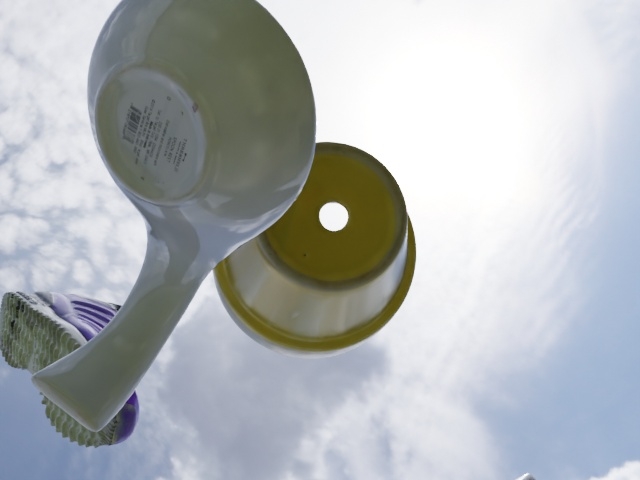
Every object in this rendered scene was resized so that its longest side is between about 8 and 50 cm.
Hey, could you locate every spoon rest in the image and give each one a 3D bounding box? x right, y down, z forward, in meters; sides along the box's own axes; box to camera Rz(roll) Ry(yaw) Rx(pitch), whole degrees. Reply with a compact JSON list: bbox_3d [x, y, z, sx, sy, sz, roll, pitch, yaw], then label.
[{"bbox_3d":[-0.089,-0.016,0.494,0.137,0.276,0.084,35,-148,12],"label":"spoon rest"}]

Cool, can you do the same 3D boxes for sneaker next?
[{"bbox_3d":[-0.235,0.120,0.949,0.146,0.293,0.102,1,-73,-37],"label":"sneaker"}]

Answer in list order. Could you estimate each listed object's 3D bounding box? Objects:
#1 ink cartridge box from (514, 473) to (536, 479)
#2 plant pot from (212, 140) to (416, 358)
[{"bbox_3d":[0.015,0.273,0.601,0.275,0.239,0.060,-9,-120,-50],"label":"ink cartridge box"},{"bbox_3d":[0.000,0.000,1.018,0.254,0.239,0.254,2,-103,-7],"label":"plant pot"}]
